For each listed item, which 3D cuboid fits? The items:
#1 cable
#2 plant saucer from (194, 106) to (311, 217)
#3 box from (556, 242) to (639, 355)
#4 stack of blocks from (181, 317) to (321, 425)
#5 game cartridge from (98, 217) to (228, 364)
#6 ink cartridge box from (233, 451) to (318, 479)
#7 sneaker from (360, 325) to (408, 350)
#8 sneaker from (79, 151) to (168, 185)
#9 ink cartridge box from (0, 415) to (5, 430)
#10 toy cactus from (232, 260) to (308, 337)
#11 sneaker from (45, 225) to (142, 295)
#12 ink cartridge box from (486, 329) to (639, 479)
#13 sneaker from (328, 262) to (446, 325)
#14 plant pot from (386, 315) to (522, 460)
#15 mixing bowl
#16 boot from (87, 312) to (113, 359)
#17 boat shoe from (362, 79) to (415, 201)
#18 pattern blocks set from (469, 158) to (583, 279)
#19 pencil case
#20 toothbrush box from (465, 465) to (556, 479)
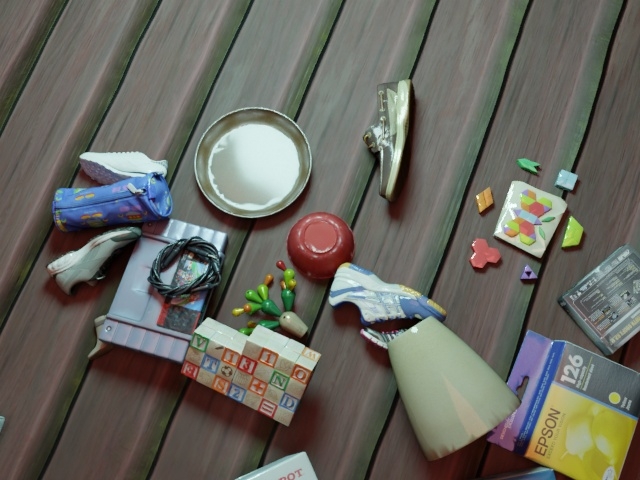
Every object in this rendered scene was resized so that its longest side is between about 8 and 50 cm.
[{"bbox_3d":[-0.342,0.064,1.794,0.185,0.047,0.150,-13,70,-5],"label":"cable"},{"bbox_3d":[-0.178,-0.205,1.926,0.311,0.050,0.310,0,77,1],"label":"plant saucer"},{"bbox_3d":[0.747,0.146,1.816,0.231,0.056,0.183,-38,79,-7],"label":"box"},{"bbox_3d":[-0.170,0.298,1.743,0.297,0.087,0.171,24,112,7],"label":"stack of blocks"},{"bbox_3d":[-0.389,0.117,1.828,0.230,0.068,0.354,13,70,9],"label":"game cartridge"},{"bbox_3d":[-0.097,0.707,1.602,0.279,0.160,0.384,-18,75,-27],"label":"ink cartridge box"},{"bbox_3d":[0.185,0.243,1.803,0.171,0.063,0.074,21,78,1],"label":"sneaker"},{"bbox_3d":[-0.525,-0.196,1.924,0.235,0.090,0.094,16,59,5],"label":"sneaker"},{"bbox_3d":[-0.953,0.492,1.736,0.289,0.121,0.211,13,77,5],"label":"ink cartridge box"},{"bbox_3d":[-0.109,0.176,1.815,0.181,0.112,0.219,36,71,-1],"label":"toy cactus"},{"bbox_3d":[-0.564,0.046,1.843,0.272,0.100,0.108,-30,91,12],"label":"sneaker"},{"bbox_3d":[0.604,0.411,1.751,0.307,0.072,0.303,23,78,5],"label":"ink cartridge box"},{"bbox_3d":[0.164,0.166,1.806,0.297,0.112,0.130,21,82,16],"label":"sneaker"},{"bbox_3d":[0.282,0.322,1.676,0.257,0.256,0.274,-30,79,-6],"label":"plant pot"},{"bbox_3d":[0.000,0.000,1.848,0.182,0.098,0.181,0,76,1],"label":"mixing bowl"},{"bbox_3d":[-0.553,0.239,1.834,0.119,0.042,0.087,-30,73,-9],"label":"boot"},{"bbox_3d":[0.172,-0.266,1.907,0.123,0.123,0.341,3,76,16],"label":"boat shoe"},{"bbox_3d":[0.543,-0.056,1.885,0.286,0.026,0.324,13,77,4],"label":"pattern blocks set"},{"bbox_3d":[-0.534,-0.096,1.839,0.306,0.133,0.119,-8,77,12],"label":"pencil case"},{"bbox_3d":[0.453,0.690,1.655,0.217,0.126,0.295,-12,76,-2],"label":"toothbrush box"}]
